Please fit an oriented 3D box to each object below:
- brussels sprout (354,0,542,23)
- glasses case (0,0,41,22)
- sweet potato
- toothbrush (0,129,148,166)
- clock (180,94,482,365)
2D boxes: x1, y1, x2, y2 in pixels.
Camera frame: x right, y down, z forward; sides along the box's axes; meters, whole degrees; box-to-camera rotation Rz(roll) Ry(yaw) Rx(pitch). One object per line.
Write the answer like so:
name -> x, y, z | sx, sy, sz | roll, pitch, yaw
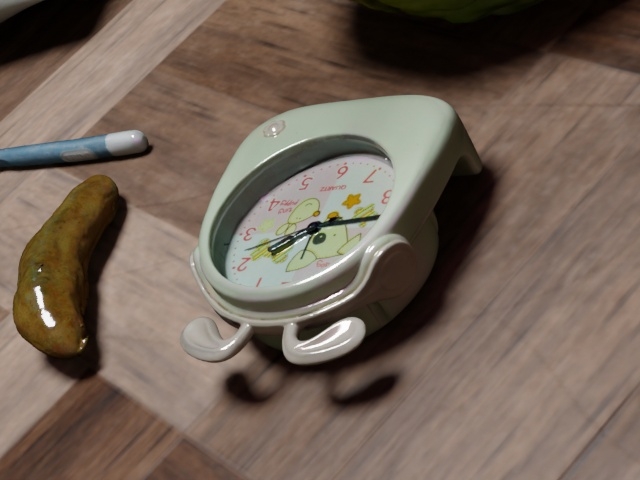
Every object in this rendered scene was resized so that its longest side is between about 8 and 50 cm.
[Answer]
brussels sprout -> 0.069, -0.263, 0.945 | 0.294, 0.227, 0.259 | -30, 30, -23
glasses case -> -0.345, -0.216, 1.246 | 0.308, 0.083, 0.128 | -24, 68, 32
sweet potato -> -0.172, 0.014, 0.953 | 0.182, 0.053, 0.054 | -85, 21, -49
toothbrush -> -0.243, -0.063, 1.115 | 0.276, 0.019, 0.025 | -3, 52, 34
clock -> 0.000, 0.000, 0.833 | 0.152, 0.062, 0.191 | -2, 47, 34
